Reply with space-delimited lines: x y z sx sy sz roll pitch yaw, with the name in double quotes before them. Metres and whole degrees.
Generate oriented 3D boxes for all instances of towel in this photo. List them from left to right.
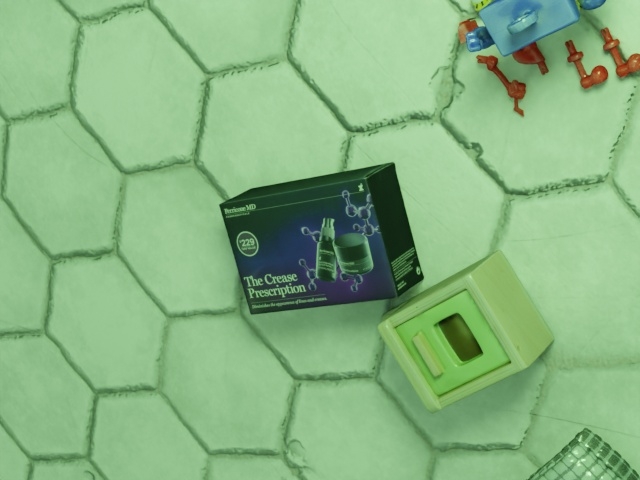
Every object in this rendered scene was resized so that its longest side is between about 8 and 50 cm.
"towel" 0.367 0.434 1.739 0.235 0.121 0.283 45 121 7

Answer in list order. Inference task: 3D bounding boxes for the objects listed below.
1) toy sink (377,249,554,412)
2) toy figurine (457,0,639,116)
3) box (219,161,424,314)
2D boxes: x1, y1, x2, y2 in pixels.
"toy sink" 0.183 0.143 1.730 0.234 0.131 0.153 -31 90 35
"toy figurine" 0.306 -0.269 1.463 0.362 0.217 0.191 -21 96 34
"box" 0.000 0.000 1.805 0.261 0.103 0.184 -9 100 32
